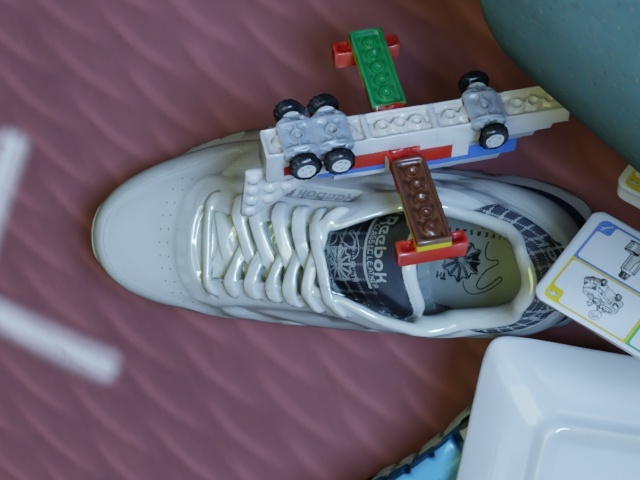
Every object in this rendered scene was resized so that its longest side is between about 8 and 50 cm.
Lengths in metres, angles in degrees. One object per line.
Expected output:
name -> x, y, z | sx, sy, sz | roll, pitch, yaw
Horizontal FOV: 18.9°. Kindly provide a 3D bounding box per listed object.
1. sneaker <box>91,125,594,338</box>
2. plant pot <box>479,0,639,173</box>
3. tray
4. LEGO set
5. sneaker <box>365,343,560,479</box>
sneaker -> 0.000, 0.000, 0.831 | 0.235, 0.095, 0.090 | 2, 100, 21
plant pot -> 0.248, -0.074, 0.597 | 0.334, 0.341, 0.341 | 39, 109, 30
tray -> 0.114, 0.180, 0.815 | 0.145, 0.030, 0.270 | 9, 103, -10
LEGO set -> 0.089, -0.047, 0.780 | 0.244, 0.182, 0.060 | 30, 148, 18
sneaker -> 0.054, 0.132, 0.845 | 0.191, 0.071, 0.083 | -37, 90, 21
